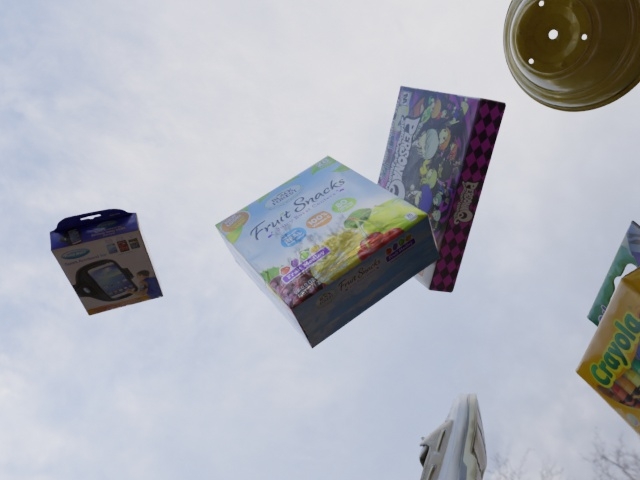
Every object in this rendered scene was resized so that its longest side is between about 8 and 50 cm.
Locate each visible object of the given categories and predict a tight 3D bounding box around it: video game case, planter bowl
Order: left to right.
[{"bbox_3d":[0.136,-0.078,0.765,0.042,0.210,0.231,7,-74,-21],"label":"video game case"},{"bbox_3d":[0.321,-0.273,0.769,0.090,0.217,0.217,-23,-67,-42],"label":"planter bowl"}]

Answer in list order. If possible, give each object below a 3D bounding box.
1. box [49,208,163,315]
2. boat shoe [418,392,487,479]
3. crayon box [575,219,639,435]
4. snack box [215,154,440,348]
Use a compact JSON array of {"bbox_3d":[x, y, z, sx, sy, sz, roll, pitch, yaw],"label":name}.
[{"bbox_3d":[-0.211,0.022,0.585,0.081,0.028,0.136,-15,-34,-12],"label":"box"},{"bbox_3d":[0.211,0.347,0.953,0.104,0.302,0.113,-11,-77,20],"label":"boat shoe"},{"bbox_3d":[0.410,0.157,0.635,0.083,0.323,0.203,-25,-40,-16],"label":"crayon box"},{"bbox_3d":[0.000,0.000,0.669,0.175,0.207,0.070,-34,-53,-14],"label":"snack box"}]
